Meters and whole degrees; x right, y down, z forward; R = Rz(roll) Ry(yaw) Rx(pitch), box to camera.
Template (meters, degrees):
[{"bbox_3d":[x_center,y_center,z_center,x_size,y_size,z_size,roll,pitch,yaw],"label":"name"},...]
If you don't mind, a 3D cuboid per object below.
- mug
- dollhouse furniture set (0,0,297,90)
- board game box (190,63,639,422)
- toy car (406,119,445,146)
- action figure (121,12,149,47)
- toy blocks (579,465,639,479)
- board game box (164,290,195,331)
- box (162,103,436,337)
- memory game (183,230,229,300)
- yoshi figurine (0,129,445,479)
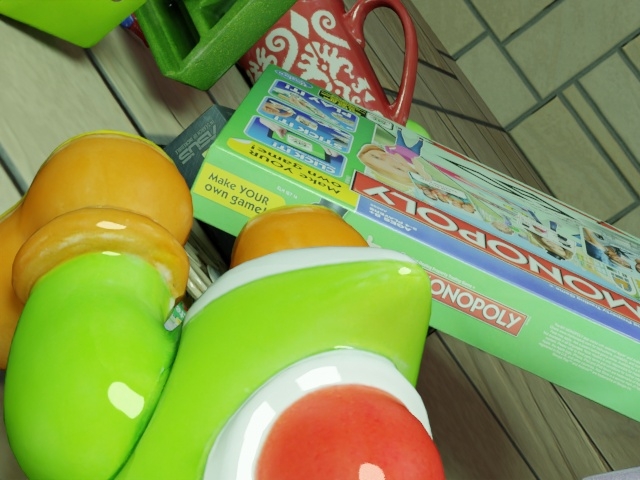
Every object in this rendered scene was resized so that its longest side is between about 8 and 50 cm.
[{"bbox_3d":[0.016,-0.133,1.147,0.113,0.150,0.169,-5,61,-44],"label":"mug"},{"bbox_3d":[-0.146,-0.275,0.888,0.197,0.151,0.301,18,36,-46],"label":"dollhouse furniture set"},{"bbox_3d":[0.089,0.000,0.781,0.317,0.046,0.213,25,19,-3],"label":"board game box"},{"bbox_3d":[0.112,-0.017,1.218,0.239,0.053,0.225,20,53,-64],"label":"toy car"},{"bbox_3d":[-0.161,-0.190,0.964,0.115,0.030,0.038,38,24,-38],"label":"action figure"},{"bbox_3d":[0.212,0.248,0.830,0.288,0.260,0.309,-33,131,-73],"label":"toy blocks"},{"bbox_3d":[-0.048,0.095,0.662,0.154,0.026,0.103,51,16,-9],"label":"board game box"},{"bbox_3d":[0.000,0.000,0.946,0.183,0.059,0.233,53,16,13],"label":"box"},{"bbox_3d":[-0.038,0.054,0.737,0.186,0.012,0.186,51,1,-1],"label":"memory game"},{"bbox_3d":[-0.028,0.144,0.385,0.362,0.203,0.203,-111,180,-48],"label":"yoshi figurine"}]
